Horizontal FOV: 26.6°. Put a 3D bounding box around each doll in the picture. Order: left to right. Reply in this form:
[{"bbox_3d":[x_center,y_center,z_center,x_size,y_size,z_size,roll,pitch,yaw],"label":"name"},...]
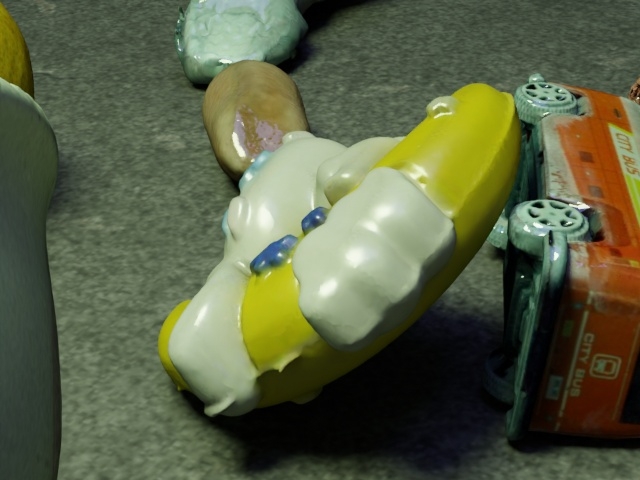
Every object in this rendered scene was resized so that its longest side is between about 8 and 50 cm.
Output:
[{"bbox_3d":[0.000,0.000,0.748,0.237,0.111,0.252,-30,21,45],"label":"doll"}]

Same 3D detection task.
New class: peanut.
[{"bbox_3d":[-0.046,-0.082,0.984,0.076,0.076,0.152,-7,28,-6],"label":"peanut"}]

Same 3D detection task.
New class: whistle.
[{"bbox_3d":[-0.047,-0.252,1.233,0.189,0.189,0.348,6,53,16],"label":"whistle"}]

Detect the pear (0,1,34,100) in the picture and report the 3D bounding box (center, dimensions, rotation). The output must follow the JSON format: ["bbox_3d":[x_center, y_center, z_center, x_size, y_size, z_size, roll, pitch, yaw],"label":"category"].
[{"bbox_3d":[-0.296,-0.091,0.901,0.208,0.209,0.209,-2,30,1],"label":"pear"}]

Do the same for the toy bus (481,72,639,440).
[{"bbox_3d":[0.159,0.001,0.782,0.119,0.121,0.265,8,30,2],"label":"toy bus"}]

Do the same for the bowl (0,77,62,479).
[{"bbox_3d":[-0.237,0.137,0.428,0.434,0.435,0.196,-24,79,-31],"label":"bowl"}]

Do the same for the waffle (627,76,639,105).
[{"bbox_3d":[0.271,-0.128,1.036,0.083,0.075,0.029,-23,70,-44],"label":"waffle"}]
